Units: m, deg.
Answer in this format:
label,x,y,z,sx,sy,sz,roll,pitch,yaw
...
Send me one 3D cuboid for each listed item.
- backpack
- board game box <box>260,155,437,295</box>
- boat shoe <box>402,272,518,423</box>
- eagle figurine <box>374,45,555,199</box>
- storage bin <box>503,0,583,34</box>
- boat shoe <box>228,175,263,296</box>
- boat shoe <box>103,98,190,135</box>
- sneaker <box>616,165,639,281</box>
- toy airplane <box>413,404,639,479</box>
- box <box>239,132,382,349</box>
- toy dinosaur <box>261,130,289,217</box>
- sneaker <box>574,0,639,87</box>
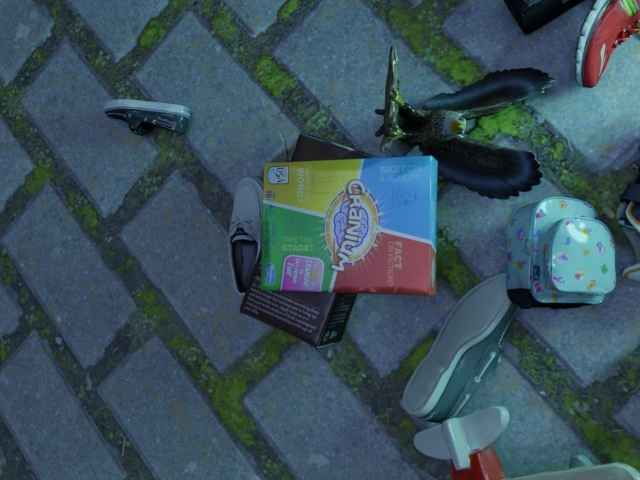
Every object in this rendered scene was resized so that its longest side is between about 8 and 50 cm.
label,x,y,z,sx,sy,sz,roll,pitch,yaw
backpack,0.410,0.017,1.070,0.165,0.144,0.189,3,75,-18
board game box,0.049,-0.025,1.123,0.316,0.064,0.242,0,87,20
boat shoe,0.281,0.206,1.163,0.099,0.116,0.320,34,93,-24
eagle figurine,0.258,-0.211,1.159,0.298,0.225,0.226,5,133,-7
storage bin,0.427,-0.471,1.120,0.180,0.122,0.084,-29,76,17
boat shoe,-0.157,-0.010,1.332,0.096,0.088,0.268,0,87,21
boat shoe,-0.413,-0.283,1.461,0.228,0.080,0.076,7,88,14
sneaker,0.569,-0.081,1.037,0.127,0.126,0.321,3,87,19
toy airplane,0.307,0.481,1.057,0.386,0.272,0.385,23,83,57
box,0.000,0.000,1.247,0.191,0.143,0.382,22,96,21
toy dinosaur,-0.073,-0.130,1.306,0.053,0.092,0.183,13,91,21
sneaker,0.531,-0.389,1.061,0.118,0.107,0.279,31,111,24
